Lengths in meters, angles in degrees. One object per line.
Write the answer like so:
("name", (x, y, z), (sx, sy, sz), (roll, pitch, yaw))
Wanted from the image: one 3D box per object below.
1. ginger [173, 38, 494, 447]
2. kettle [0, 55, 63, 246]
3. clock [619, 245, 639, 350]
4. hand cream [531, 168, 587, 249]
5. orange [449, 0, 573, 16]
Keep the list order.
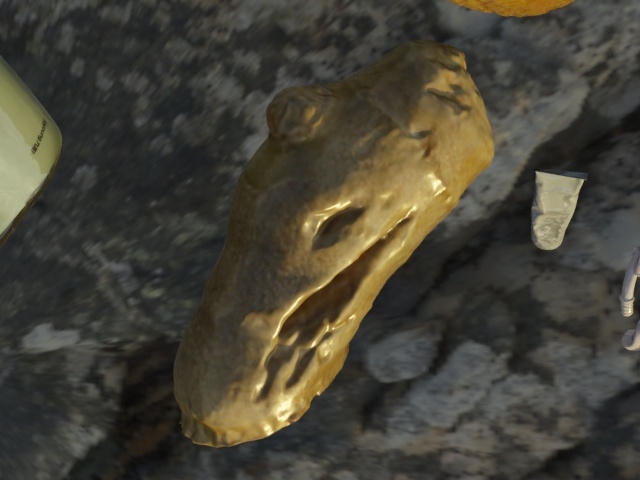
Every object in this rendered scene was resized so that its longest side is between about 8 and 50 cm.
("ginger", (0.000, 0.000, 1.275), (0.190, 0.126, 0.354), (30, 90, -42))
("kettle", (-0.368, -0.105, 1.554), (0.255, 0.165, 0.240), (51, 35, -37))
("clock", (0.194, 0.044, 0.856), (0.087, 0.129, 0.041), (19, 45, 22))
("hand cream", (0.136, -0.021, 1.005), (0.030, 0.093, 0.019), (7, 62, 4))
("orange", (0.183, -0.406, 1.738), (0.322, 0.322, 0.357), (-20, 120, -13))
